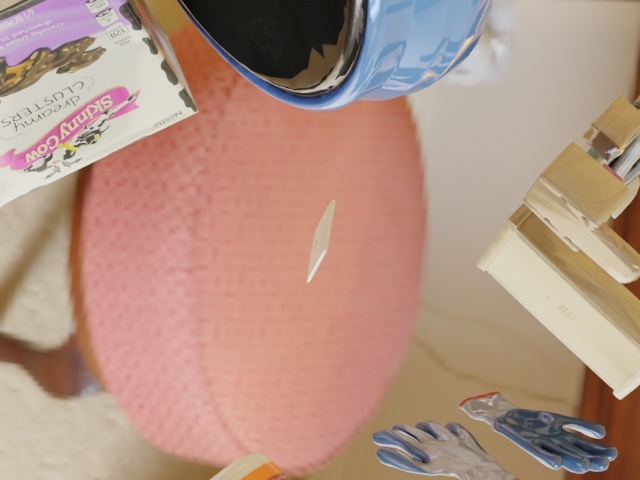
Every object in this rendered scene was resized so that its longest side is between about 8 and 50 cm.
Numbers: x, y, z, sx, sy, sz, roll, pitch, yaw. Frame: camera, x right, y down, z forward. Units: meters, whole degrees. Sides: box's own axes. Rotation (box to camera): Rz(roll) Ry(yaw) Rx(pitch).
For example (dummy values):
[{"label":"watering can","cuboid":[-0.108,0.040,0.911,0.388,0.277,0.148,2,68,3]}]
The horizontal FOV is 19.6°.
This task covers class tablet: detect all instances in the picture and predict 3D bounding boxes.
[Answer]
[{"label":"tablet","cuboid":[0.000,0.000,1.950,0.083,0.006,0.054,-80,-166,-49]}]

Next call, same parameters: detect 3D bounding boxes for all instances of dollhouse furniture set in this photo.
[{"label":"dollhouse furniture set","cuboid":[0.343,-0.045,1.785,0.303,0.198,0.286,-45,173,-20]}]

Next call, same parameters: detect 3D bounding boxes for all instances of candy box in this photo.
[{"label":"candy box","cuboid":[-0.186,-0.113,1.153,0.070,0.165,0.196,65,4,26]}]

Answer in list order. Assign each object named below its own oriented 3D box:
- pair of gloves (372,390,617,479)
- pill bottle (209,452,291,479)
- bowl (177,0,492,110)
[{"label":"pair of gloves","cuboid":[0.149,0.175,1.569,0.198,0.159,0.023,-11,114,-36]},{"label":"pill bottle","cuboid":[-0.011,0.269,1.335,0.121,0.221,0.121,-43,167,-12]},{"label":"bowl","cuboid":[-0.045,-0.253,1.055,0.077,0.391,0.391,-27,123,-20]}]
